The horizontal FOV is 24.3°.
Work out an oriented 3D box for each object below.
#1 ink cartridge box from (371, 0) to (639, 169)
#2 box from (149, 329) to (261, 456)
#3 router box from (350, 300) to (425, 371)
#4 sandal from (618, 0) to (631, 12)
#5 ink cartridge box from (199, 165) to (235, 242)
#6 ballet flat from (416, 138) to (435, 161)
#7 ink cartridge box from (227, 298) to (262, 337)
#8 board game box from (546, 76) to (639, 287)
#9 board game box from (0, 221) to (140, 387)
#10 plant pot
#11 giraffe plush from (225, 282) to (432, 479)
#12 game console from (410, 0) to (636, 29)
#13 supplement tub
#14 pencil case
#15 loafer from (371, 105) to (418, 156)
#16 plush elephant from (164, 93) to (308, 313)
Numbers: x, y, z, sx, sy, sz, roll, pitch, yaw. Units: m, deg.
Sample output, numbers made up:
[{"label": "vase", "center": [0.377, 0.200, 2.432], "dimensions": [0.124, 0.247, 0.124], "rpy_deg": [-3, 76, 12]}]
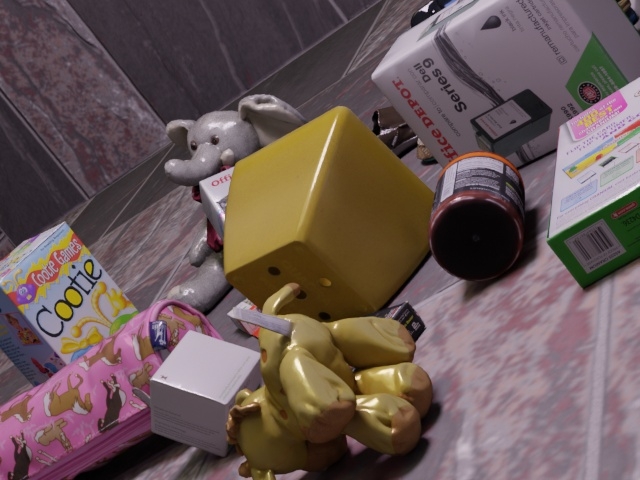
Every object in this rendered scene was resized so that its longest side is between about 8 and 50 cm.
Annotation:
[{"label": "ink cartridge box", "center": [0.243, -0.214, 1.871], "dimensions": [0.289, 0.211, 0.121], "rpy_deg": [-28, 18, 38]}, {"label": "box", "center": [-0.132, 0.176, 1.721], "dimensions": [0.102, 0.087, 0.101], "rpy_deg": [16, 39, 18]}, {"label": "router box", "center": [0.048, 0.125, 1.618], "dimensions": [0.092, 0.038, 0.122], "rpy_deg": [-23, 21, 49]}, {"label": "sandal", "center": [0.373, -0.252, 2.022], "dimensions": [0.180, 0.049, 0.072], "rpy_deg": [-57, 13, -15]}, {"label": "ink cartridge box", "center": [-0.079, -0.029, 2.108], "dimensions": [0.127, 0.175, 0.072], "rpy_deg": [-25, -34, -14]}, {"label": "ballet flat", "center": [0.184, -0.160, 2.139], "dimensions": [0.073, 0.067, 0.206], "rpy_deg": [-47, 15, -21]}, {"label": "ink cartridge box", "center": [-0.086, 0.099, 2.059], "dimensions": [0.063, 0.029, 0.115], "rpy_deg": [-39, 13, -10]}, {"label": "board game box", "center": [0.355, -0.100, 1.519], "dimensions": [0.242, 0.064, 0.316], "rpy_deg": [-32, 15, 23]}, {"label": "board game box", "center": [-0.348, 0.133, 2.093], "dimensions": [0.144, 0.275, 0.142], "rpy_deg": [-19, 24, 53]}, {"label": "plant pot", "center": [0.000, 0.000, 1.836], "dimensions": [0.212, 0.212, 0.187], "rpy_deg": [-25, 31, 42]}, {"label": "giraffe plush", "center": [-0.016, 0.166, 1.438], "dimensions": [0.181, 0.210, 0.170], "rpy_deg": [-67, 3, -57]}, {"label": "game console", "center": [0.295, -0.331, 2.226], "dimensions": [0.293, 0.250, 0.173], "rpy_deg": [-35, -13, 12]}, {"label": "supplement tub", "center": [0.179, -0.037, 1.676], "dimensions": [0.106, 0.106, 0.198], "rpy_deg": [-33, 14, 19]}, {"label": "pencil case", "center": [-0.295, 0.226, 1.919], "dimensions": [0.386, 0.160, 0.167], "rpy_deg": [-32, -12, 24]}, {"label": "loafer", "center": [0.120, -0.180, 2.345], "dimensions": [0.220, 0.078, 0.080], "rpy_deg": [-39, 14, -5]}, {"label": "plush elephant", "center": [-0.135, -0.089, 2.317], "dimensions": [0.272, 0.255, 0.330], "rpy_deg": [-25, 19, 43]}]
